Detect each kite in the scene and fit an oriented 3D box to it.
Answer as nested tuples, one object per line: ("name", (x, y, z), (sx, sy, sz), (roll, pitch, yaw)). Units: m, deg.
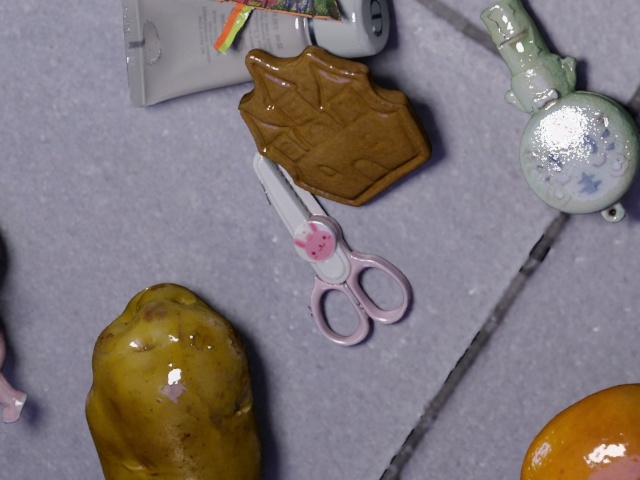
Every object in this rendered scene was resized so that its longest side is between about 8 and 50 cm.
("kite", (-0.058, -0.274, 1.969), (0.241, 0.014, 0.183), (21, 78, 36))

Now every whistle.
("whistle", (0.244, -0.132, 1.933), (0.126, 0.067, 0.258), (-30, 90, 19))

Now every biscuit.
("biscuit", (0.001, -0.126, 1.987), (0.215, 0.034, 0.182), (38, 133, -19))

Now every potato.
("potato", (-0.166, 0.232, 2.160), (0.195, 0.176, 0.369), (-7, 110, -5))

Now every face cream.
("face cream", (-0.081, -0.224, 2.017), (0.314, 0.089, 0.143), (-3, 94, 26))

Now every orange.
("orange", (0.328, 0.257, 1.965), (0.240, 0.171, 0.240), (6, 115, 14))

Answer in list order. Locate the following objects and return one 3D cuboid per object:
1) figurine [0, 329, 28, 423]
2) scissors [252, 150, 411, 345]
("figurine", (-0.449, 0.083, 2.215), (0.186, 0.176, 0.287), (-16, 117, 0))
("scissors", (0.000, 0.000, 2.085), (0.118, 0.030, 0.242), (-30, 97, 25))
